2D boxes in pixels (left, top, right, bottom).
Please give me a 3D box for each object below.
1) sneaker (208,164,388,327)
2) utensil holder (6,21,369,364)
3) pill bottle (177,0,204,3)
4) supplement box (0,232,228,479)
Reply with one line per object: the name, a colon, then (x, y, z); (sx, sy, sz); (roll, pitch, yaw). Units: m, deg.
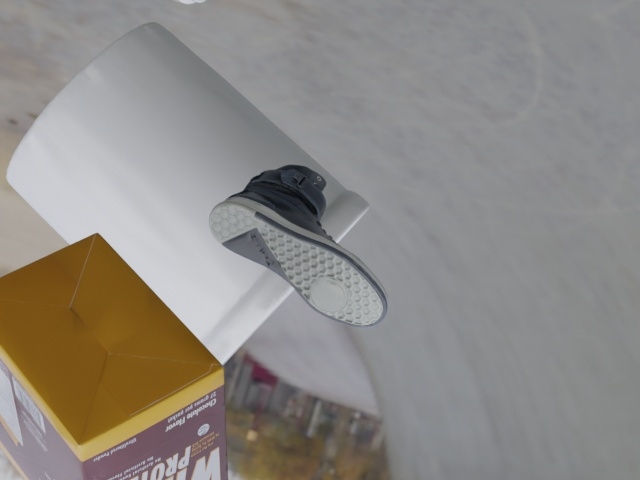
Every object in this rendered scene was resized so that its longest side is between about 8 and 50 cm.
sneaker: (0.000, -0.002, 1.500); (0.226, 0.086, 0.163); (35, -152, 5)
utensil holder: (-0.181, -0.058, 1.756); (0.385, 0.327, 0.327); (44, 172, 0)
pill bottle: (-0.172, -0.315, 1.593); (0.083, 0.043, 0.043); (25, 179, 41)
supplement box: (-0.182, 0.140, 1.075); (0.191, 0.129, 0.194); (42, 147, 34)
